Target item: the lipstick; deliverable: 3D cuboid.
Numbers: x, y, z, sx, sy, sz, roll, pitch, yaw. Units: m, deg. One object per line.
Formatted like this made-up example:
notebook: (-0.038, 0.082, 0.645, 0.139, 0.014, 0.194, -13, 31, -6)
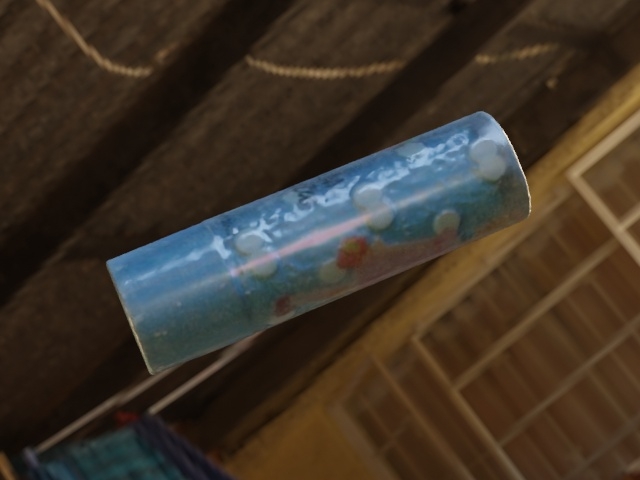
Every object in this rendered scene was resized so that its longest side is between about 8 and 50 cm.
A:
lipstick: (0.000, 0.000, 0.615, 0.157, 0.048, 0.048, -22, -21, -7)
